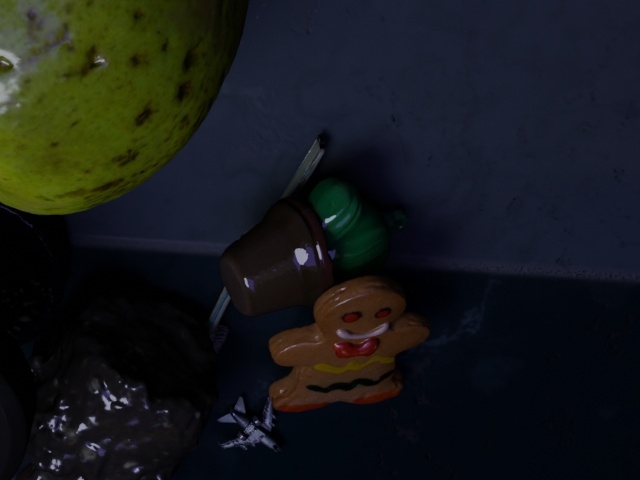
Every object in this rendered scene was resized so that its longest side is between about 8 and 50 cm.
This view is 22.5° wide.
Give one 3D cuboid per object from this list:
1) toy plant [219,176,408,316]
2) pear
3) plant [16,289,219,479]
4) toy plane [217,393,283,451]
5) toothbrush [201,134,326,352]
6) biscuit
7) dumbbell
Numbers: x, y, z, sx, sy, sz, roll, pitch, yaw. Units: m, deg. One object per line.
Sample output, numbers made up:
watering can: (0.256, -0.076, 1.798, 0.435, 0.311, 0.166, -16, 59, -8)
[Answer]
toy plant: (0.000, 0.000, 1.571, 0.200, 0.105, 0.143, -28, 142, -20)
pear: (-0.227, -0.228, 1.311, 0.391, 0.391, 0.391, 0, 121, -1)
plant: (-0.216, 0.171, 1.645, 0.204, 0.178, 0.234, 19, 130, -25)
toy plane: (-0.071, 0.206, 1.750, 0.078, 0.031, 0.083, -45, 110, 8)
toothbrush: (-0.065, 0.012, 1.635, 0.028, 0.026, 0.294, 11, 122, -29)
biscuit: (0.029, 0.111, 1.615, 0.165, 0.036, 0.250, -7, 150, -15)
dumbbell: (-0.351, 0.082, 1.499, 0.203, 0.322, 0.204, 0, 121, -1)
